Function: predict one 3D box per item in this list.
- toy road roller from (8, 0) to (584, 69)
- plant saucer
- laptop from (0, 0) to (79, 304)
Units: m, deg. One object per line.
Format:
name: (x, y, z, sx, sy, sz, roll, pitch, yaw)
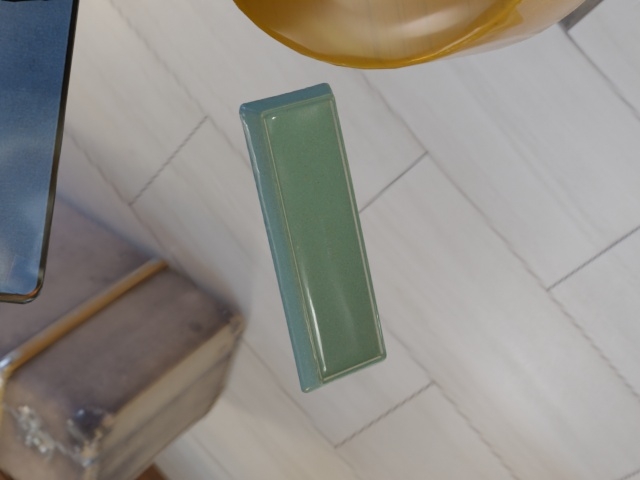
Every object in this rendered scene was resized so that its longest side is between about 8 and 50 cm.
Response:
toy road roller: (0.011, -0.213, 0.308, 0.203, 0.241, 0.329, 9, 109, 47)
plant saucer: (0.000, 0.000, 0.730, 0.018, 0.067, 0.192, 12, 117, 59)
laptop: (-0.242, -0.197, 0.379, 0.408, 0.382, 0.236, 125, 144, -49)
